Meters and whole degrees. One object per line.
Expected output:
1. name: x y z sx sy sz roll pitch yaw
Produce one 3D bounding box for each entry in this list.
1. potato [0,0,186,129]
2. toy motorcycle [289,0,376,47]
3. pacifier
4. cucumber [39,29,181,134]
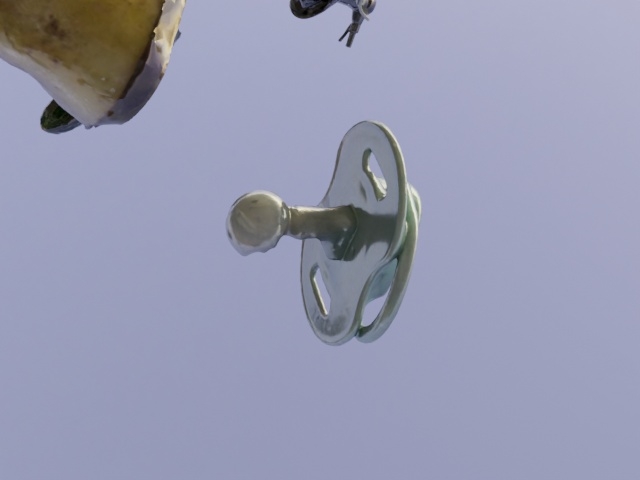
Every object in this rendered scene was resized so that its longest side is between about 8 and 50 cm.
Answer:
1. potato: -0.251 -0.263 1.195 0.243 0.242 0.285 4 -114 18
2. toy motorcycle: 0.081 -0.340 1.489 0.263 0.157 0.091 -35 -112 9
3. pacifier: 0.000 0.000 0.755 0.117 0.150 0.126 4 -133 -27
4. cucumber: -0.241 -0.194 1.437 0.214 0.058 0.052 -48 -165 -22
